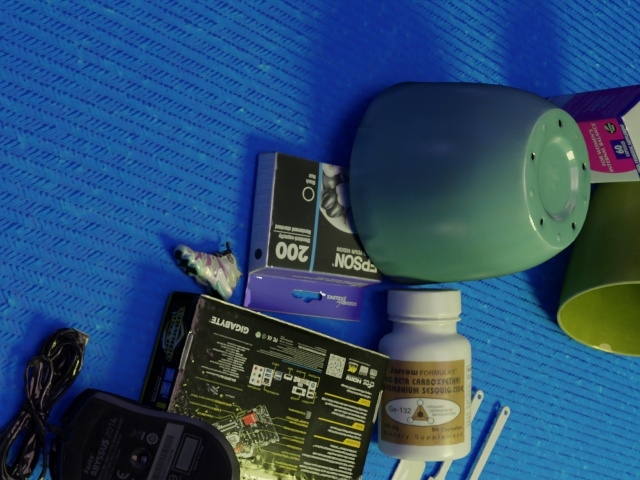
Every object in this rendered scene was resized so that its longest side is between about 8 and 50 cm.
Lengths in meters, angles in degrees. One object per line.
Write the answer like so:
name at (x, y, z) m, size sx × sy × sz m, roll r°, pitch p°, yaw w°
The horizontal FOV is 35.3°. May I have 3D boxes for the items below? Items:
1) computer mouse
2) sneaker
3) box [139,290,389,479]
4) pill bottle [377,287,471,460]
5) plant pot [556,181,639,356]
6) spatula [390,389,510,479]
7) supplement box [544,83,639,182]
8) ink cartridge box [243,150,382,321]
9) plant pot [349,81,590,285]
computer mouse at (-0.213, 0.227, 1.116) m, size 0.272 × 0.072 × 0.188 m, roll 22°, pitch 75°, yaw 8°
sneaker at (-0.136, 0.022, 1.257) m, size 0.098 × 0.038 × 0.069 m, roll 51°, pitch 56°, yaw -29°
box at (-0.075, 0.229, 1.276) m, size 0.322 × 0.079 × 0.257 m, roll 21°, pitch 79°, yaw -35°
pill bottle at (0.145, 0.183, 1.407) m, size 0.131 × 0.131 × 0.229 m, roll 0°, pitch 90°, yaw -37°
plant pot at (0.533, 0.003, 1.646) m, size 0.275 × 0.275 × 0.293 m, roll 31°, pitch 55°, yaw -33°
spatula at (0.198, 0.324, 1.522) m, size 0.168 × 0.019 × 0.242 m, roll 41°, pitch 66°, yaw -24°
supplement box at (0.423, -0.162, 1.561) m, size 0.114 × 0.220 × 0.111 m, roll -39°, pitch 112°, yaw -29°
ink cartridge box at (0.000, 0.000, 1.351) m, size 0.206 × 0.045 × 0.208 m, roll 9°, pitch 86°, yaw -38°
plant pot at (0.220, -0.079, 1.365) m, size 0.293 × 0.235 × 0.293 m, roll -2°, pitch 92°, yaw -49°
